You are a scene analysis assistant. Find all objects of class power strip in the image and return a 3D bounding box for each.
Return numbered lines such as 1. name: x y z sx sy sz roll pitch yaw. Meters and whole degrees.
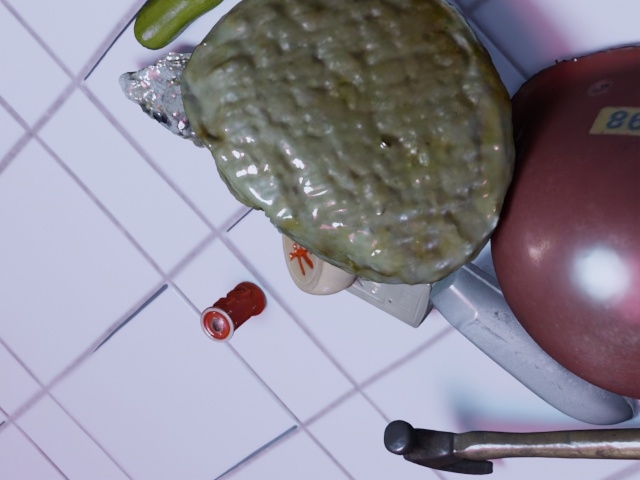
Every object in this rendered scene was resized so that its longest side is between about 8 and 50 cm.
1. power strip: 0.097 0.050 1.806 0.175 0.042 0.075 28 133 17

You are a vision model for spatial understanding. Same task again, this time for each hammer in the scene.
1. hammer: 0.293 0.220 1.743 0.440 0.044 0.168 -5 163 31

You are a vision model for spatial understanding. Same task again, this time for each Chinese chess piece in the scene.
1. Chinese chess piece: 0.000 0.000 1.796 0.122 0.051 0.122 22 114 62

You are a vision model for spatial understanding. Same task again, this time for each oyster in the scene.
1. oyster: -0.135 -0.154 1.813 0.177 0.064 0.125 -7 113 38

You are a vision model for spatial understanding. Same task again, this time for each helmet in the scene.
1. helmet: 0.289 0.015 1.506 0.385 0.230 0.337 18 131 23

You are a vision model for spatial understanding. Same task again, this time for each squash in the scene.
1. squash: -0.144 -0.255 1.749 0.183 0.052 0.052 -27 103 47

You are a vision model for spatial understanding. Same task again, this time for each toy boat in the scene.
1. toy boat: 0.233 0.111 1.734 0.260 0.085 0.078 38 138 -9

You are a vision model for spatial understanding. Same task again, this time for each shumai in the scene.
1. shumai: 0.040 -0.097 1.601 0.330 0.292 0.288 51 170 7

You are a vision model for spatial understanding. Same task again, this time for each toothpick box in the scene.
1. toothpick box: -0.103 0.084 1.950 0.047 0.083 0.047 12 118 24
